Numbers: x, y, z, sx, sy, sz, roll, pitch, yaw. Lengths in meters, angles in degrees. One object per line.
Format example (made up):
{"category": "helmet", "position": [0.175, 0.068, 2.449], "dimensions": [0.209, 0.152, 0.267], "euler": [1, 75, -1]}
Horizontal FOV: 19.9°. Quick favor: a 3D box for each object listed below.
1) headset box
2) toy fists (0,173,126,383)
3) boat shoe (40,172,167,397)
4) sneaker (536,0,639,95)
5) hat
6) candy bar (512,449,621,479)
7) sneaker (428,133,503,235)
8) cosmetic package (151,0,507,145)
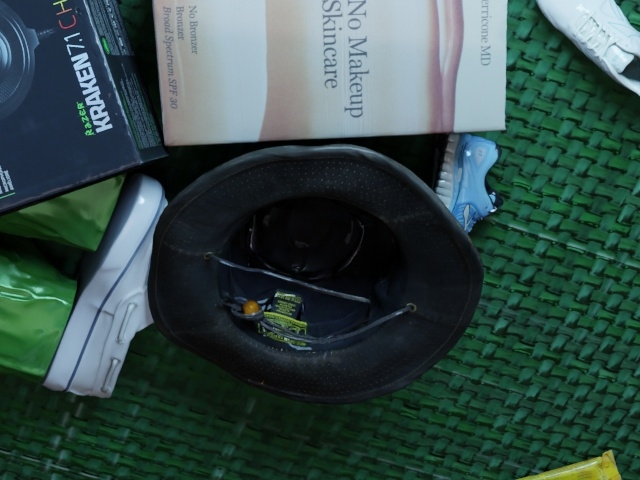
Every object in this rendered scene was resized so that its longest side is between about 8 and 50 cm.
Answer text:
{"category": "headset box", "position": [-0.305, -0.137, 1.532], "dimensions": [0.283, 0.131, 0.246], "euler": [-17, 93, 8]}
{"category": "toy fists", "position": [-0.283, -0.003, 1.679], "dimensions": [0.142, 0.096, 0.279], "euler": [20, 114, -14]}
{"category": "boat shoe", "position": [-0.186, 0.046, 1.724], "dimensions": [0.084, 0.095, 0.258], "euler": [18, 128, -17]}
{"category": "sneaker", "position": [0.254, -0.182, 1.623], "dimensions": [0.152, 0.061, 0.053], "euler": [36, 114, -19]}
{"category": "hat", "position": [0.000, 0.000, 1.674], "dimensions": [0.331, 0.134, 0.331], "euler": [5, 136, 5]}
{"category": "candy bar", "position": [0.230, 0.255, 1.896], "dimensions": [0.161, 0.018, 0.040], "euler": [-15, 116, 7]}
{"category": "sneaker", "position": [0.135, -0.024, 1.707], "dimensions": [0.073, 0.063, 0.162], "euler": [3, 120, -8]}
{"category": "cosmetic package", "position": [0.008, -0.176, 1.575], "dimensions": [0.296, 0.129, 0.153], "euler": [-4, 119, -1]}
